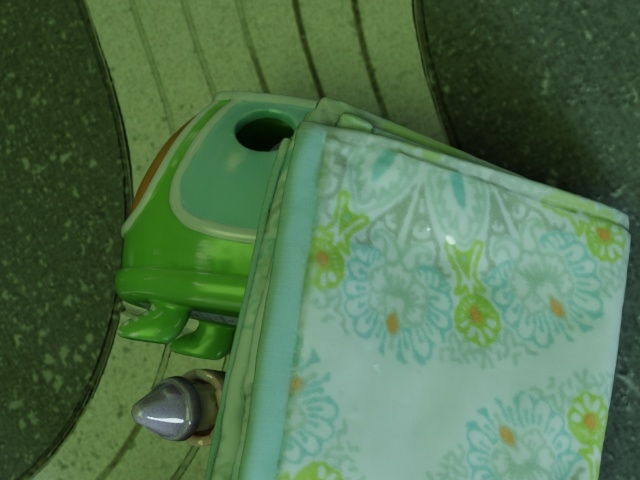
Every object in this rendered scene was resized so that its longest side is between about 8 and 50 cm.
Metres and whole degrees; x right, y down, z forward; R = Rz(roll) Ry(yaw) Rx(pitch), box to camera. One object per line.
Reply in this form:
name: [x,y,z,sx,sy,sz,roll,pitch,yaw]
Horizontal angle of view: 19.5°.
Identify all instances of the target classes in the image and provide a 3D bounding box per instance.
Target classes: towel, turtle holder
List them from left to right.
turtle holder: [-0.015,-0.004,1.602,0.320,0.243,0.227,4,81,33]
towel: [0.086,0.104,1.469,0.090,0.320,0.374,-25,50,63]

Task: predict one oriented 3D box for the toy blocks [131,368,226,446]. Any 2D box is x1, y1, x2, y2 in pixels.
toy blocks: [-0.102,0.298,1.543,0.288,0.260,0.309,-52,59,28]
